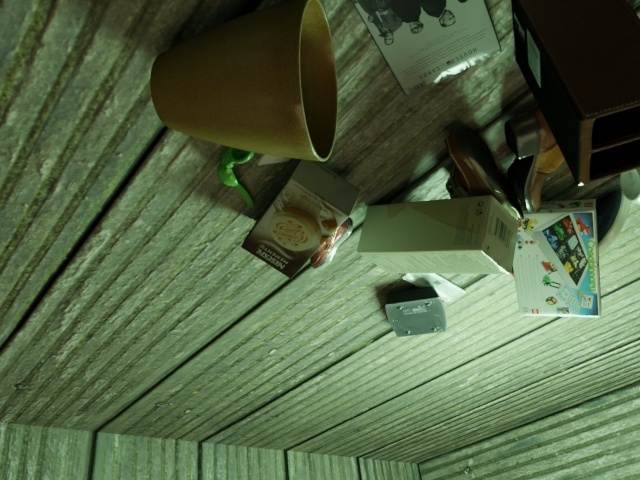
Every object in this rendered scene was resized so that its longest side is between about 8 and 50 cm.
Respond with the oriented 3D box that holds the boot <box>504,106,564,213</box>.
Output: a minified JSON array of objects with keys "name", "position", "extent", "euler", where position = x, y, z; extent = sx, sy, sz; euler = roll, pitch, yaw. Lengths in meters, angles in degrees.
[{"name":"boot","position":[0.525,-0.193,1.170],"extent":[0.280,0.096,0.264],"euler":[-20,128,5]}]

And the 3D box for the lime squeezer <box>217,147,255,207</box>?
[{"name":"lime squeezer","position":[-0.138,-0.155,1.121],"extent":[0.109,0.059,0.310],"euler":[7,142,-20]}]

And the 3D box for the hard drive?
[{"name":"hard drive","position":[0.289,0.215,1.727],"extent":[0.171,0.054,0.255],"euler":[-9,147,12]}]

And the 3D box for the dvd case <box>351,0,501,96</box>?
[{"name":"dvd case","position":[0.174,-0.352,0.923],"extent":[0.179,0.030,0.238],"euler":[-22,143,20]}]

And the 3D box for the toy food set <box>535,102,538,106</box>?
[{"name":"toy food set","position":[0.434,-0.297,1.060],"extent":[0.077,0.019,0.122],"euler":[-17,144,14]}]

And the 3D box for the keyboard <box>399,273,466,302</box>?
[{"name":"keyboard","position":[0.328,0.125,1.657],"extent":[0.072,0.014,0.256],"euler":[-36,137,27]}]

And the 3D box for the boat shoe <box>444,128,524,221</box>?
[{"name":"boat shoe","position":[0.331,-0.109,1.227],"extent":[0.119,0.123,0.324],"euler":[-22,142,25]}]

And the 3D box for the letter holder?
[{"name":"letter holder","position":[0.438,-0.267,0.857],"extent":[0.214,0.302,0.152],"euler":[-17,144,12]}]

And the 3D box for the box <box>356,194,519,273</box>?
[{"name":"box","position":[0.248,-0.005,1.247],"extent":[0.311,0.121,0.148],"euler":[-1,157,42]}]

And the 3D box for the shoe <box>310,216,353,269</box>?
[{"name":"shoe","position":[0.000,0.000,1.370],"extent":[0.081,0.064,0.178],"euler":[14,135,-26]}]

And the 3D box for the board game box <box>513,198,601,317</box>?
[{"name":"board game box","position":[0.565,0.050,1.387],"extent":[0.192,0.053,0.306],"euler":[-1,121,27]}]

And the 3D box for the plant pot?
[{"name":"plant pot","position":[-0.120,-0.235,0.887],"extent":[0.254,0.237,0.237],"euler":[-1,147,14]}]

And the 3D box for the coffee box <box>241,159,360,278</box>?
[{"name":"coffee box","position":[-0.046,-0.045,1.222],"extent":[0.141,0.098,0.246],"euler":[33,134,-9]}]

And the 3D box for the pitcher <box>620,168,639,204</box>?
[{"name":"pitcher","position":[0.779,-0.137,1.285],"extent":[0.207,0.126,0.178],"euler":[-9,168,-1]}]

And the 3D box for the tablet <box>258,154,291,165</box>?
[{"name":"tablet","position":[-0.080,-0.168,1.122],"extent":[0.083,0.006,0.054],"euler":[-16,155,-44]}]

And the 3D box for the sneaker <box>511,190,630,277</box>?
[{"name":"sneaker","position":[0.608,-0.003,1.442],"extent":[0.148,0.131,0.350],"euler":[33,122,2]}]
